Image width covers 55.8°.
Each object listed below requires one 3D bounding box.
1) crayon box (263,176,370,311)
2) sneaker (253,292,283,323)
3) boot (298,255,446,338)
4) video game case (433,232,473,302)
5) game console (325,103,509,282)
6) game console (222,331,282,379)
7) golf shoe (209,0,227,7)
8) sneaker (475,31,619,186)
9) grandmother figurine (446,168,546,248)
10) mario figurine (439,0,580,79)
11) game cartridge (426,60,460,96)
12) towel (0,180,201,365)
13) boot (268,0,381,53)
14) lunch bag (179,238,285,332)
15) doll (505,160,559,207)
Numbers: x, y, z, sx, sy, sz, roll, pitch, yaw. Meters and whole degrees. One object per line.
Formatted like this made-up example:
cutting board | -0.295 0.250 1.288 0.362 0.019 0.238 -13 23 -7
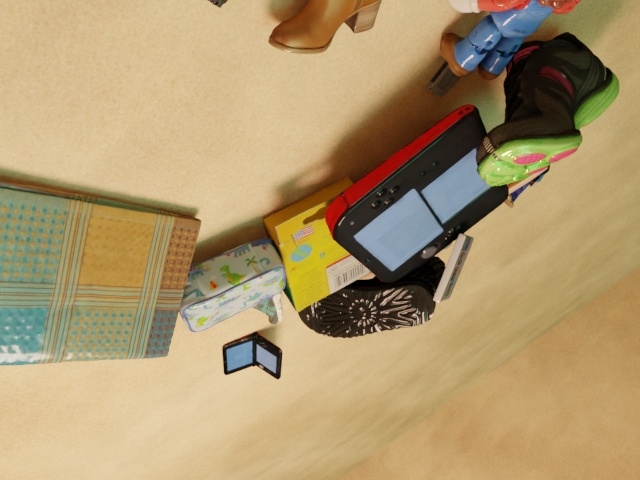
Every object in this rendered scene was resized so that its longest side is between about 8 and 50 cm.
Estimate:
crayon box | 0.000 0.000 1.261 0.202 0.081 0.319 -27 147 -14
sneaker | -0.125 0.134 1.351 0.076 0.065 0.167 -11 139 -7
boot | 0.137 0.130 1.502 0.260 0.347 0.131 -49 133 -67
video game case | 0.302 0.061 1.365 0.143 0.019 0.157 6 106 -69
game console | 0.208 -0.067 1.209 0.342 0.060 0.386 -35 150 10
game console | -0.167 0.302 1.493 0.085 0.124 0.144 -47 158 -35
golf shoe | -0.160 -0.358 0.685 0.094 0.077 0.198 -53 152 7
sneaker | 0.391 -0.252 1.116 0.185 0.202 0.483 -31 -172 46
grandmother figurine | 0.398 -0.108 1.465 0.342 0.104 0.208 -43 152 11
mario figurine | 0.333 -0.411 0.975 0.198 0.170 0.320 -41 179 -35
game cartridge | 0.242 -0.313 1.145 0.056 0.017 0.083 13 124 -45
towel | -0.371 0.064 0.950 0.370 0.040 0.272 9 99 -49
boot | 0.010 -0.353 0.838 0.197 0.073 0.152 -32 150 -28
lunch bag | -0.179 0.091 1.185 0.218 0.090 0.176 -25 158 -12
doll | 0.551 -0.169 1.577 0.189 0.046 0.129 -43 145 1
